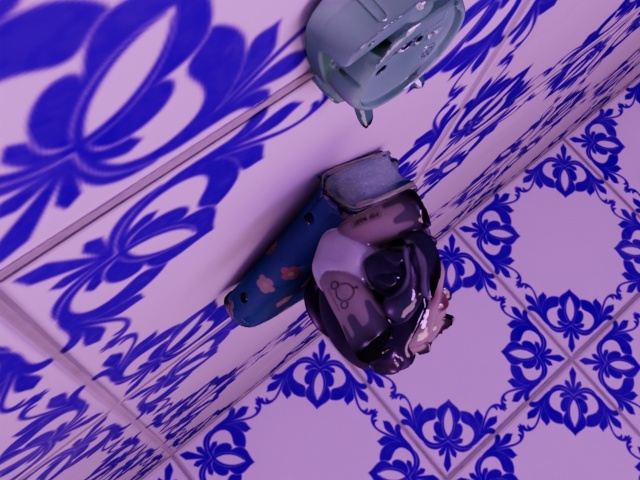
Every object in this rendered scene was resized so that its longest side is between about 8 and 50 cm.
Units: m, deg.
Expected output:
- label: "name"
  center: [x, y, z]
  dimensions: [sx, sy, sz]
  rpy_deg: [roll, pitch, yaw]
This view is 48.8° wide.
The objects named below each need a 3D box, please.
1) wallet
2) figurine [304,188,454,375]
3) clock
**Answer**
- label: "wallet"
  center: [0.001, 0.000, 0.711]
  dimensions: [0.141, 0.059, 0.202]
  rpy_deg: [-29, 164, -50]
- label: "figurine"
  center: [0.048, 0.054, 0.639]
  dimensions: [0.145, 0.145, 0.222]
  rpy_deg: [-39, 157, -6]
- label: "clock"
  center: [0.041, -0.117, 0.414]
  dimensions: [0.101, 0.041, 0.135]
  rpy_deg: [-39, 169, -7]
